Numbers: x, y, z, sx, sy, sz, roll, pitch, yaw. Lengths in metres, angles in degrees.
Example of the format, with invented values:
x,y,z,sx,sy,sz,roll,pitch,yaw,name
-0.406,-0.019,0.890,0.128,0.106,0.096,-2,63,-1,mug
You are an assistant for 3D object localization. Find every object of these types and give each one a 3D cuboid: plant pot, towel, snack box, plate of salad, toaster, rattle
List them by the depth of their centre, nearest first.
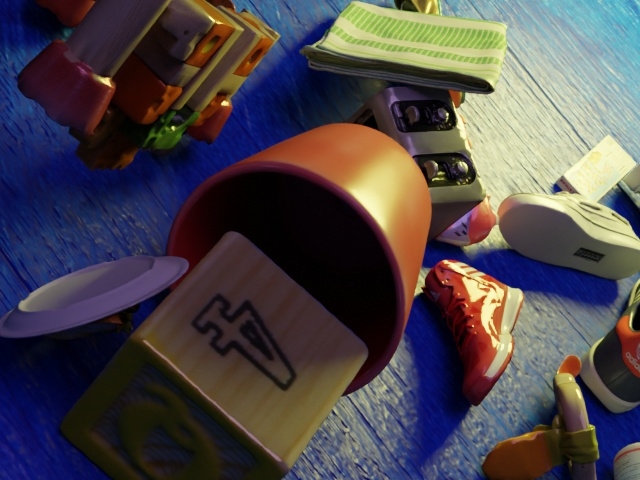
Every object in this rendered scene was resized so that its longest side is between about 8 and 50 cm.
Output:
x,y,z,sx,sy,sz,roll,pitch,yaw,name
-0.221,0.062,1.351,0.200,0.199,0.048,-34,111,-48,plate of salad
0.000,0.000,1.517,0.275,0.275,0.243,42,32,-1,plant pot
0.268,0.224,1.695,0.130,0.142,0.200,58,14,-33,rattle
0.099,-0.085,1.722,0.110,0.185,0.168,-2,65,-35,toaster
0.122,-0.260,1.822,0.247,0.038,0.325,10,21,8,towel
0.420,-0.103,2.087,0.064,0.022,0.178,48,42,5,snack box

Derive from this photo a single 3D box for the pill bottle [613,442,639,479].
x,y,z,sx,sy,sz,roll,pitch,yaw,name
0.403,0.331,1.665,0.087,0.087,0.160,25,45,-20,pill bottle

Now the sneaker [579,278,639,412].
x,y,z,sx,sy,sz,roll,pitch,yaw,name
0.486,0.105,1.871,0.131,0.148,0.350,45,41,3,sneaker

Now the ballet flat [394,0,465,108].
x,y,z,sx,sy,sz,roll,pitch,yaw,name
0.154,-0.280,2.008,0.073,0.080,0.232,-5,53,-7,ballet flat

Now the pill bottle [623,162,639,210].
x,y,z,sx,sy,sz,roll,pitch,yaw,name
0.549,-0.048,2.074,0.187,0.112,0.112,51,42,9,pill bottle

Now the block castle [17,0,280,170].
x,y,z,sx,sy,sz,roll,pitch,yaw,name
-0.248,-0.231,1.445,0.303,0.213,0.453,41,10,8,block castle

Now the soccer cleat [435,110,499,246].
x,y,z,sx,sy,sz,roll,pitch,yaw,name
0.158,-0.103,1.847,0.095,0.083,0.248,-2,61,-33,soccer cleat

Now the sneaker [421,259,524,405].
x,y,z,sx,sy,sz,roll,pitch,yaw,name
0.170,0.107,1.692,0.128,0.087,0.221,30,30,-2,sneaker

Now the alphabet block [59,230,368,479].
x,y,z,sx,sy,sz,roll,pitch,yaw,name
-0.103,0.146,1.354,0.193,0.192,0.197,40,42,0,alphabet block

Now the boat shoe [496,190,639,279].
x,y,z,sx,sy,sz,roll,pitch,yaw,name
0.346,-0.025,1.914,0.267,0.096,0.088,15,44,-29,boat shoe
